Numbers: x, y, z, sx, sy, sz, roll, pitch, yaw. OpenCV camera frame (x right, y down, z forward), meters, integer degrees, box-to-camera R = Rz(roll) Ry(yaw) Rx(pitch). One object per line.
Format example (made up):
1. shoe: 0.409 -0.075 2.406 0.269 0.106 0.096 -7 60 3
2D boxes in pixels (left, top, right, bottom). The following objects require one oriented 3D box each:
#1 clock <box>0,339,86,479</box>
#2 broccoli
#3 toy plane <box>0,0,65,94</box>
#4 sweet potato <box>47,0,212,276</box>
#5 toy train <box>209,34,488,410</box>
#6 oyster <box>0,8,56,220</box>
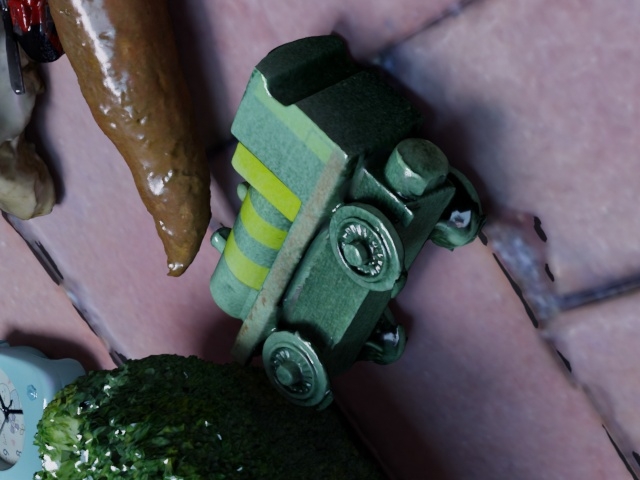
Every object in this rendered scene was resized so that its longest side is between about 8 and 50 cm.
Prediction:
1. clock: -0.236 0.126 0.890 0.147 0.045 0.108 17 107 38
2. broccoli: -0.067 0.185 0.686 0.269 0.242 0.261 13 158 27
3. toy plane: -0.162 -0.156 0.650 0.037 0.060 0.145 7 108 33
4. sweet potato: -0.114 -0.121 0.634 0.072 0.066 0.314 41 148 57
5. toy train: -0.001 0.000 0.633 0.132 0.083 0.200 46 136 16
6. oyster: -0.258 -0.147 0.687 0.166 0.110 0.341 29 146 24
